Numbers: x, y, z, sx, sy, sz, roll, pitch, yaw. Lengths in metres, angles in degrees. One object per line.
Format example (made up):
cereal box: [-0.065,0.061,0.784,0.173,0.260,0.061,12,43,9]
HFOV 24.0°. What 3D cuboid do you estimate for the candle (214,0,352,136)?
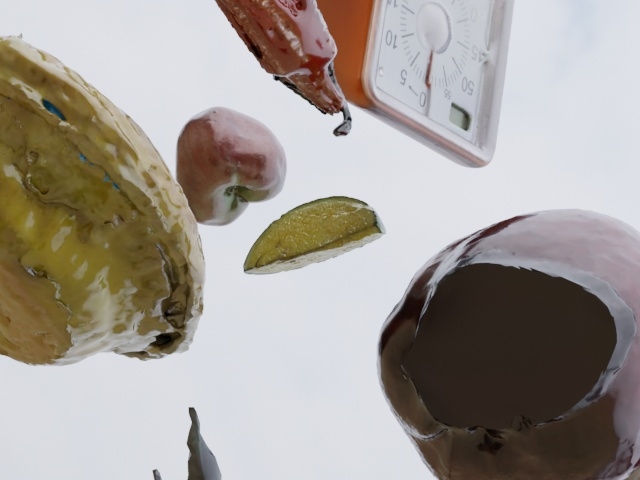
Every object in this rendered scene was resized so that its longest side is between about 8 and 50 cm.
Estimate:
candle: [-0.051,-0.189,0.963,0.084,0.059,0.302,-22,-61,23]

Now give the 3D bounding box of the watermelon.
watermelon: [0.005,0.005,1.782,0.181,0.092,0.075,-20,-55,21]

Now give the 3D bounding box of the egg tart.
egg tart: [-0.275,-0.014,1.356,0.388,0.169,0.388,28,-32,19]

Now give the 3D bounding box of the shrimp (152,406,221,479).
shrimp: [0.000,0.247,0.303,0.410,0.166,0.221,62,-21,14]

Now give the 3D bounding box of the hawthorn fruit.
hawthorn fruit: [0.159,0.071,1.057,0.215,0.249,0.215,15,-60,27]

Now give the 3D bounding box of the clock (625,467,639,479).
clock: [0.341,0.211,1.349,0.309,0.235,0.166,-44,-111,32]

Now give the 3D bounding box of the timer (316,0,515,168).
timer: [0.101,-0.223,1.668,0.161,0.257,0.250,-19,-116,33]

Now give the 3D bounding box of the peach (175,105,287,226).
peach: [-0.121,-0.102,1.956,0.152,0.152,0.152,32,-44,37]
